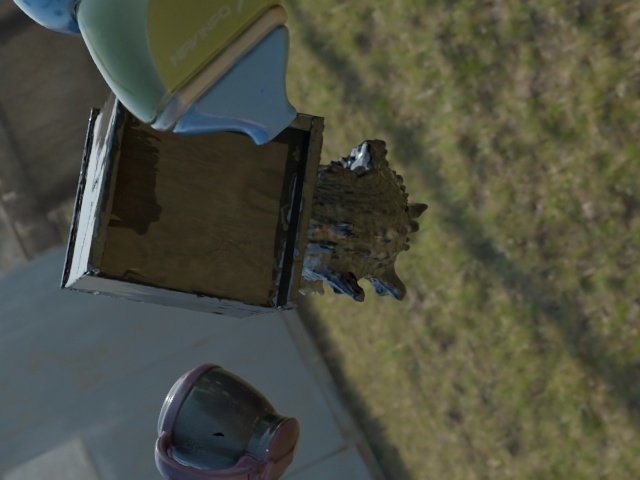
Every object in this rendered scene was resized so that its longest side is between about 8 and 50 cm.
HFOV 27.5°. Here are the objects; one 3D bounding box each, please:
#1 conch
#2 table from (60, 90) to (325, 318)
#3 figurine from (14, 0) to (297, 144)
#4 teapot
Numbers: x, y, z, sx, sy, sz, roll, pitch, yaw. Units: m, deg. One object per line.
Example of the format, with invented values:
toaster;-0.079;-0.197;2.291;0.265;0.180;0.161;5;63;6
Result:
conch;-0.009;-0.008;1.510;0.240;0.313;0.186;-4;101;44
table;-0.109;-0.035;1.081;0.193;0.169;0.173;161;119;-73
figurine;-0.121;-0.169;0.813;0.262;0.154;0.180;49;-164;-15
teapot;-0.099;0.205;1.398;0.146;0.116;0.148;21;-176;21
